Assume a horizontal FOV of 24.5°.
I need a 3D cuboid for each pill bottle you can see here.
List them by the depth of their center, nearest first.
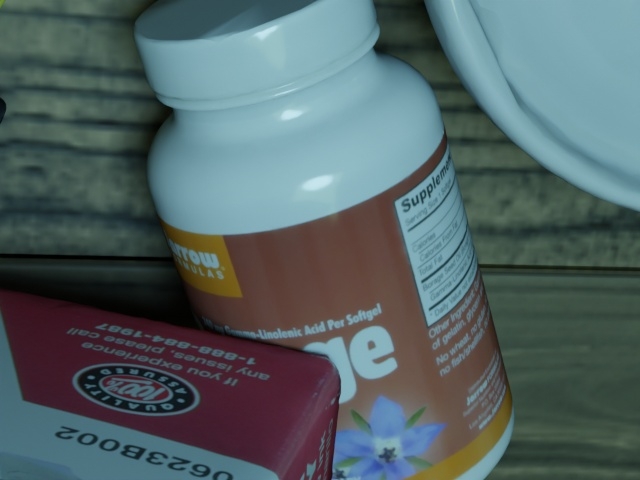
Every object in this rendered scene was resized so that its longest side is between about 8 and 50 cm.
[{"bbox_3d":[0.000,0.000,0.600,0.121,0.121,0.216,-20,115,-6],"label":"pill bottle"}]

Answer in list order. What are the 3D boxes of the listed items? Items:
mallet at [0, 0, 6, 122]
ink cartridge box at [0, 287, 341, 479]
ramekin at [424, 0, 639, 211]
[{"bbox_3d":[-0.124,-0.120,0.569,0.062,0.039,0.190,25,99,-20],"label":"mallet"},{"bbox_3d":[-0.173,0.148,0.424,0.279,0.385,0.160,12,111,10],"label":"ink cartridge box"},{"bbox_3d":[0.150,-0.153,0.575,0.273,0.127,0.273,-6,113,-14],"label":"ramekin"}]
